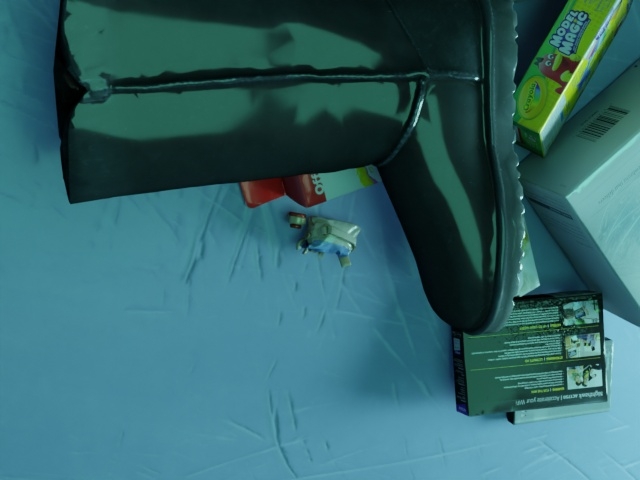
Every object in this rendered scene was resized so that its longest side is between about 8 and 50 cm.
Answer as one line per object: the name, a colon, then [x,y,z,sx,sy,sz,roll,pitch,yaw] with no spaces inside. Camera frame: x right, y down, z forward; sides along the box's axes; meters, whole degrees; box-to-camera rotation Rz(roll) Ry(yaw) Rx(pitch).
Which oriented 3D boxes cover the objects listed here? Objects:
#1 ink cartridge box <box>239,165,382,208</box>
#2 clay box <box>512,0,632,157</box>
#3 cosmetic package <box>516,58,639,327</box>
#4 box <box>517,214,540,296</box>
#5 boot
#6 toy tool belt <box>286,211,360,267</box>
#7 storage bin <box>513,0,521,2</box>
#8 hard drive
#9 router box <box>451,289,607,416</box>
ink cartridge box: [0.019,-0.123,1.452,0.231,0.078,0.134,-21,109,-14]
clay box: [0.280,-0.209,1.497,0.053,0.127,0.222,29,87,14]
cosmetic package: [0.386,-0.053,1.575,0.224,0.138,0.224,-41,115,-6]
box: [0.176,-0.087,1.526,0.063,0.067,0.324,-21,109,-15]
boot: [-0.031,-0.074,1.319,0.445,0.146,0.367,-4,93,-21]
toy tool belt: [0.000,0.000,1.491,0.083,0.052,0.051,11,91,-22]
storage bin: [0.251,-0.327,1.488,0.135,0.098,0.091,-17,81,-15]
hard drive: [0.295,0.172,1.658,0.135,0.022,0.094,-5,105,-19]
router box: [0.246,0.132,1.594,0.179,0.046,0.133,-4,92,-13]
